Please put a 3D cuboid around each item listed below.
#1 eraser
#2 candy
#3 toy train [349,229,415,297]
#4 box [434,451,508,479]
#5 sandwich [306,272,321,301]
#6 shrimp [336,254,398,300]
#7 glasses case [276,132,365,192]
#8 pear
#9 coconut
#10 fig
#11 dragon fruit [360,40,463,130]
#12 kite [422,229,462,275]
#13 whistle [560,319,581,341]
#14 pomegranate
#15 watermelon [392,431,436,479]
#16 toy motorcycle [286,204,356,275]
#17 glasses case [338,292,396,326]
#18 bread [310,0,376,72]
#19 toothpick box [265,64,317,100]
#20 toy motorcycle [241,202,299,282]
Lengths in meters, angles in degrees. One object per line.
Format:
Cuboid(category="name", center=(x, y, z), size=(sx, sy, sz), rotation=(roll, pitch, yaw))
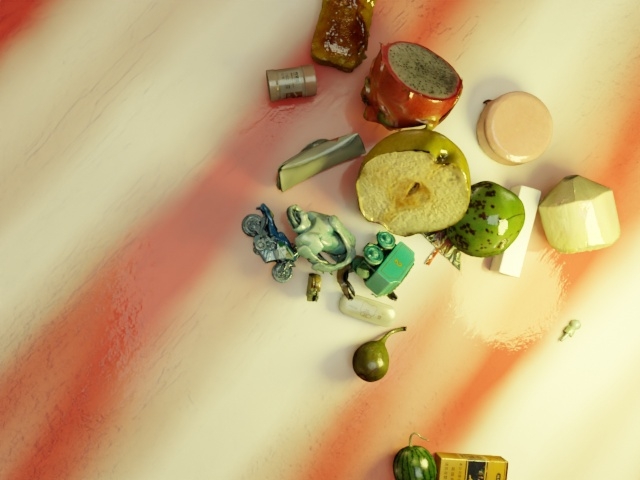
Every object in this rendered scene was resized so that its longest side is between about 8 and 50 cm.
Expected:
Cuboid(category="eraser", center=(0.654, -0.030, 1.906), size=(0.076, 0.078, 0.298), rotation=(16, 87, -7))
Cuboid(category="candy", center=(0.645, -0.379, 1.898), size=(0.255, 0.094, 0.256), rotation=(0, 90, -7))
Cuboid(category="toy train", center=(0.201, 0.072, 1.793), size=(0.163, 0.112, 0.203), rotation=(41, 50, 4))
Cuboid(category="box", center=(0.496, 0.793, 1.886), size=(0.237, 0.070, 0.152), rotation=(7, 89, -5))
Cuboid(category="sandwich", center=(-0.021, 0.150, 1.801), size=(0.035, 0.105, 0.093), rotation=(6, 85, -7))
Cuboid(category="shrimp", center=(0.149, 0.144, 1.826), size=(0.219, 0.046, 0.152), rotation=(39, 59, 1))
Cuboid(category="glasses case", center=(-0.010, -0.265, 1.795), size=(0.308, 0.128, 0.083), rotation=(-25, 68, -7))
Cuboid(category="pear", center=(0.292, -0.197, 1.735), size=(0.340, 0.386, 0.191), rotation=(30, 55, -11))
Cuboid(category="coconut", center=(0.841, -0.093, 1.854), size=(0.239, 0.239, 0.245), rotation=(-15, 93, -7))
Cuboid(category="fig", center=(0.198, 0.350, 1.836), size=(0.124, 0.124, 0.236), rotation=(46, 66, -5))
Cuboid(category="dragon fruit", center=(0.264, -0.453, 1.769), size=(0.305, 0.226, 0.306), rotation=(14, 48, -16))
Cuboid(category="kite", center=(0.418, 0.013, 1.907), size=(0.232, 0.009, 0.189), rotation=(41, 84, -5))
Cuboid(category="whistle", center=(0.861, 0.310, 1.952), size=(0.035, 0.035, 0.100), rotation=(44, 86, -5))
Cuboid(category="pomegranate", center=(0.519, -0.077, 1.815), size=(0.254, 0.271, 0.254), rotation=(-8, 134, -9))
Cuboid(category="watermelon", center=(0.301, 0.716, 1.827), size=(0.140, 0.141, 0.188), rotation=(-5, 79, -8))
Cuboid(category="toy motorcycle", center=(0.000, 0.000, 1.737), size=(0.154, 0.260, 0.206), rotation=(-29, 65, 30))
Cuboid(category="glasses case", center=(0.153, 0.227, 1.851), size=(0.193, 0.049, 0.074), rotation=(19, 86, -8))
Cuboid(category="bread", center=(0.088, -0.740, 1.822), size=(0.185, 0.109, 0.381), rotation=(12, 86, -7))
Cuboid(category="toothpick box", center=(-0.093, -0.500, 1.799), size=(0.148, 0.098, 0.099), rotation=(-9, 91, -7))
Cuboid(category="toy motorcycle", center=(-0.144, 0.005, 1.796), size=(0.135, 0.092, 0.254), rotation=(-32, 84, -16))
